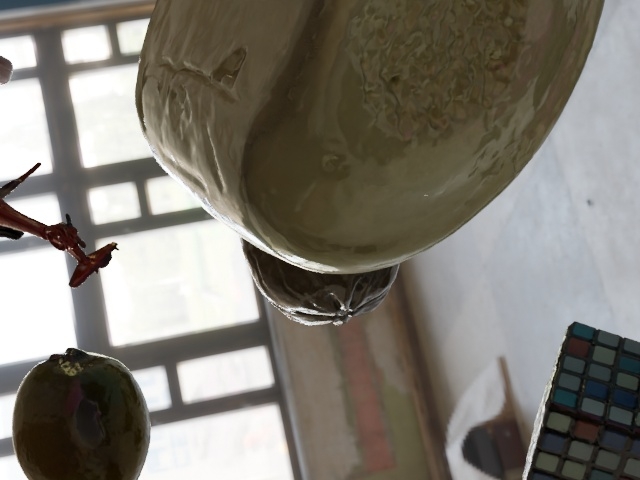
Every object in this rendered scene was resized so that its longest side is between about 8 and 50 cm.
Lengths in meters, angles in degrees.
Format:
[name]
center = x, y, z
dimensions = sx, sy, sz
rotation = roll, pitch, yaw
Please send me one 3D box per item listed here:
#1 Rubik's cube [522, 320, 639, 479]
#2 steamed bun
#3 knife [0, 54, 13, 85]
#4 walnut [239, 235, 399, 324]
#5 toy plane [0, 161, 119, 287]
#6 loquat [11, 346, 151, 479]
[Rubik's cube]
center = 0.375, 0.249, 1.414
dimensions = 0.187, 0.184, 0.182
rotation = -55, -21, -53
[steamed bun]
center = 0.043, -0.212, 0.946
dimensions = 0.371, 0.289, 0.456
rotation = 36, 105, 55
[knife]
center = -0.528, -0.264, 1.388
dimensions = 0.336, 0.081, 0.043
rotation = 19, -91, -61
[walnut]
center = 0.000, 0.000, 1.426
dimensions = 0.224, 0.224, 0.224
rotation = 170, 90, -80
[toy plane]
center = -0.232, -0.017, 0.730
dimensions = 0.194, 0.126, 0.077
rotation = 40, 157, 42
[loquat]
center = -0.263, 0.215, 1.205
dimensions = 0.152, 0.152, 0.195
rotation = 140, 119, -79
